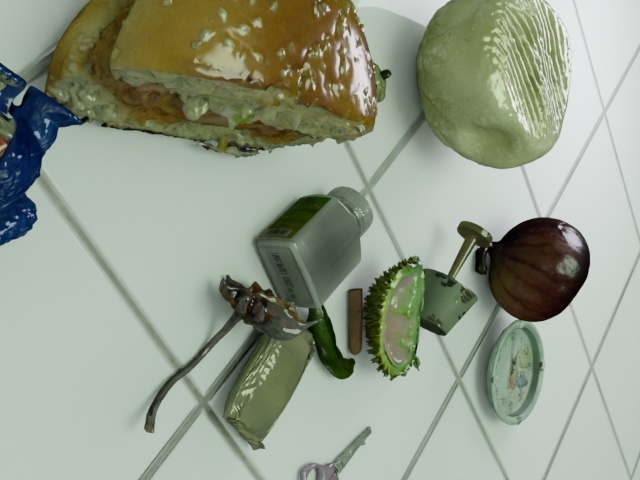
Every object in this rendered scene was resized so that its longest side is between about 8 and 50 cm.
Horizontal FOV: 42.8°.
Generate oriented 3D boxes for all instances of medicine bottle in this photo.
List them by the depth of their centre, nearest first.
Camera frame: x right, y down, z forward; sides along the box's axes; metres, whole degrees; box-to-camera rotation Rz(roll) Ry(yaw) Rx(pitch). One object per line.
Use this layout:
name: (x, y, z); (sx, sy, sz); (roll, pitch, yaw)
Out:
medicine bottle: (0.000, 0.000, 1.282); (0.188, 0.088, 0.132); (-46, 124, -39)

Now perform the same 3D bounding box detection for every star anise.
star anise: (-0.133, 0.164, 1.135); (0.227, 0.148, 0.218); (-55, 171, 2)

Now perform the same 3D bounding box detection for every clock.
clock: (0.425, 0.291, 1.819); (0.236, 0.053, 0.237); (-2, 92, -47)

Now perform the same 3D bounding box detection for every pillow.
pillow: (-0.073, 0.202, 1.228); (0.119, 0.053, 0.208); (56, 52, -39)

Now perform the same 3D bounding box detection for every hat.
hat: (0.085, -0.270, 1.400); (0.077, 0.059, 0.076); (-25, 115, -51)

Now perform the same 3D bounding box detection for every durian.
durian: (0.118, 0.138, 1.423); (0.137, 0.095, 0.221); (-13, 105, -38)

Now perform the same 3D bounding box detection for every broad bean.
broad bean: (0.014, 0.171, 1.336); (0.195, 0.046, 0.061); (59, 29, -42)

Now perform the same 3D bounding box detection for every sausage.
sausage: (0.060, 0.140, 1.407); (0.026, 0.026, 0.116); (-3, 94, -50)

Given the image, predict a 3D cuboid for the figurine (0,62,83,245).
figurine: (-0.369, -0.064, 0.838); (0.262, 0.120, 0.164); (-49, 128, -18)

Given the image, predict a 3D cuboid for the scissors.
scissors: (0.033, 0.383, 1.385); (0.212, 0.021, 0.110); (-37, 120, -42)

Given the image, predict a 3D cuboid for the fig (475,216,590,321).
fig: (0.461, 0.053, 1.737); (0.214, 0.235, 0.235); (51, 44, 10)

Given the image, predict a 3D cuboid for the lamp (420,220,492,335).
lamp: (0.253, 0.071, 1.553); (0.121, 0.121, 0.215); (45, 70, -40)

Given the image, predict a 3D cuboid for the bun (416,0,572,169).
bun: (0.318, -0.311, 1.541); (0.352, 0.227, 0.349); (-46, 124, -36)

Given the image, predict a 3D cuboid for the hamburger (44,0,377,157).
hamburger: (-0.102, -0.268, 1.031); (0.445, 0.268, 0.287); (2, 86, -49)
